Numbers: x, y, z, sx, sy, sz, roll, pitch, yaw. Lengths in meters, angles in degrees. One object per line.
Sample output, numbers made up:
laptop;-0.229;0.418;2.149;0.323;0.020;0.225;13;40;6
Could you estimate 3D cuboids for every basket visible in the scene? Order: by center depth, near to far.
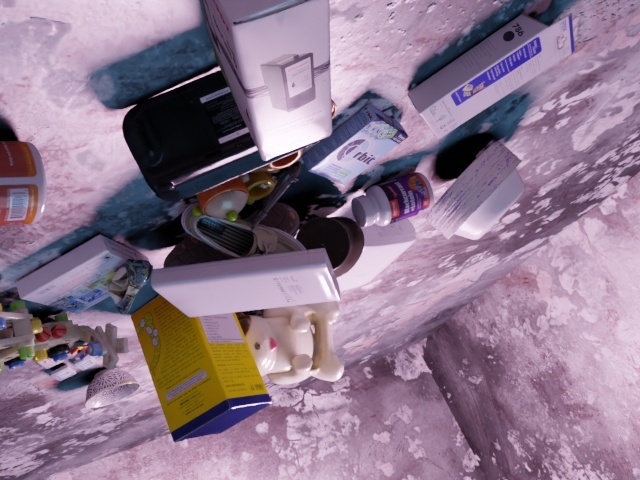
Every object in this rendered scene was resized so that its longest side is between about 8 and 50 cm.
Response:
basket;0.012;0.017;1.489;0.204;0.154;0.227;-37;174;2

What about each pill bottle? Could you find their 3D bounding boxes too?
pill bottle;-0.499;-0.075;0.825;0.216;0.121;0.121;-6;151;-40
pill bottle;0.181;-0.099;1.558;0.194;0.108;0.108;-19;157;-18

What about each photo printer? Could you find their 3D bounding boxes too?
photo printer;0.105;0.051;1.817;0.256;0.107;0.307;-6;151;-41

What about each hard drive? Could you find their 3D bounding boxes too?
hard drive;-0.147;0.096;1.303;0.354;0.047;0.233;-8;156;6

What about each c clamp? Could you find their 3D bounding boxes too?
c clamp;-0.088;-0.094;1.250;0.160;0.022;0.137;-50;-165;9

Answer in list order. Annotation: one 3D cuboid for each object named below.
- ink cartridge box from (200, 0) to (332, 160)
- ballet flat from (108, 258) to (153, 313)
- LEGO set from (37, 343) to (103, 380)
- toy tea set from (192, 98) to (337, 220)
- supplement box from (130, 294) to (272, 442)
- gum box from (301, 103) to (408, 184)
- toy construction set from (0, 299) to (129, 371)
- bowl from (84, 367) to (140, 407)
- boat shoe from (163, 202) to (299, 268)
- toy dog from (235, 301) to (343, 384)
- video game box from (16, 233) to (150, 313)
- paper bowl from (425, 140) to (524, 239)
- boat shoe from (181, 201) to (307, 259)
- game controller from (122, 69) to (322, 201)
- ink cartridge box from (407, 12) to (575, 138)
ink cartridge box;-0.073;-0.264;0.770;0.115;0.198;0.272;-22;158;-8
ballet flat;-0.412;0.094;1.285;0.070;0.070;0.188;-6;149;-41
LEGO set;-0.653;0.324;1.654;0.183;0.060;0.244;-25;158;-15
toy tea set;-0.099;-0.144;1.115;0.200;0.124;0.336;-7;151;-40
supplement box;-0.313;0.309;1.590;0.195;0.356;0.194;-34;157;19
gum box;0.075;-0.200;1.300;0.184;0.041;0.157;-35;157;23
toy construction set;-0.597;0.212;1.336;0.328;0.151;0.215;17;142;-43
bowl;-0.655;0.446;1.894;0.170;0.080;0.170;-22;159;-9
boat shoe;-0.196;0.025;1.405;0.325;0.123;0.116;-21;160;-10
toy dog;-0.168;0.323;1.985;0.396;0.284;0.408;4;180;35
video game box;-0.488;0.076;1.283;0.205;0.048;0.187;-28;157;5
paper bowl;0.428;-0.115;1.629;0.284;0.148;0.284;-46;170;-10
boat shoe;-0.150;0.013;1.279;0.303;0.094;0.109;22;98;-27
game controller;-0.143;-0.184;0.967;0.320;0.166;0.067;-23;-162;-4
ink cartridge box;0.351;-0.346;1.251;0.333;0.065;0.165;-31;158;15
